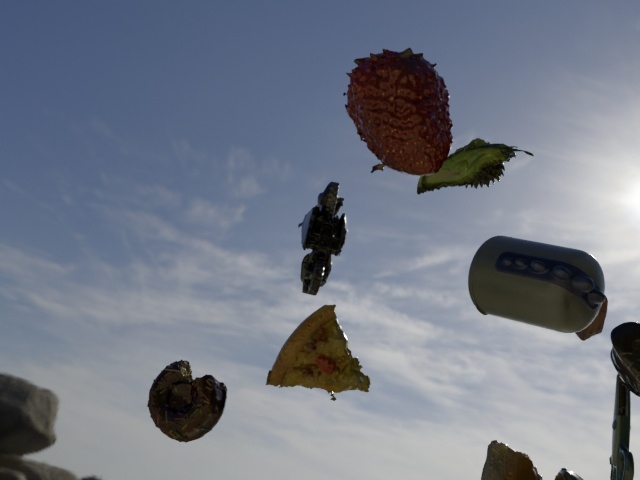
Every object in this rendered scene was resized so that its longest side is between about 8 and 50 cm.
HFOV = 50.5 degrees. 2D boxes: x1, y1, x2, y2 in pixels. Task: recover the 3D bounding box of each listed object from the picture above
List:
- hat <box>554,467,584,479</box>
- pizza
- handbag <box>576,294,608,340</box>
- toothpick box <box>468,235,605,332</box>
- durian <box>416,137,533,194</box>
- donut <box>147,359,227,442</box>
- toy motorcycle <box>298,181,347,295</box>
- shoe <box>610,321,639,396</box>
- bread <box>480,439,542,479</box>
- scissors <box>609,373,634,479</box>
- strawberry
[{"bbox_3d":[0.597,0.593,1.483,0.173,0.144,0.166,17,-19,6],"label":"hat"},{"bbox_3d":[0.032,0.330,1.845,0.288,0.279,0.075,31,-2,-16],"label":"pizza"},{"bbox_3d":[0.798,0.199,2.070,0.072,0.151,0.193,-23,-41,-5],"label":"handbag"},{"bbox_3d":[0.603,0.117,1.853,0.263,0.263,0.355,36,-15,-38],"label":"toothpick box"},{"bbox_3d":[0.402,-0.194,1.778,0.107,0.132,0.375,-21,0,-41],"label":"durian"},{"bbox_3d":[-0.385,0.444,1.890,0.230,0.216,0.096,36,-9,26],"label":"donut"},{"bbox_3d":[0.000,0.000,1.588,0.106,0.270,0.159,14,-13,-8],"label":"toy motorcycle"},{"bbox_3d":[0.737,0.321,1.494,0.114,0.291,0.137,-29,-25,-5],"label":"shoe"},{"bbox_3d":[0.334,0.422,1.180,0.082,0.106,0.125,-9,-46,33],"label":"bread"},{"bbox_3d":[0.721,0.456,1.626,0.041,0.289,0.138,8,-26,10],"label":"scissors"},{"bbox_3d":[0.198,-0.324,1.794,0.292,0.343,0.292,2,-16,1],"label":"strawberry"}]
